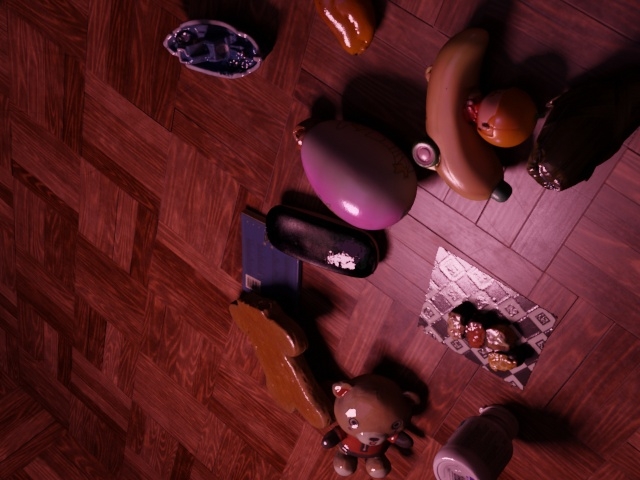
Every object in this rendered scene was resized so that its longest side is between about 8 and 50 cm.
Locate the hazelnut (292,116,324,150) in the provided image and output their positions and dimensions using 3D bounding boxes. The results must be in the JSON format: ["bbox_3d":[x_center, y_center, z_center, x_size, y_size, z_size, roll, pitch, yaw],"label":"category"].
[{"bbox_3d":[-0.022,-0.233,1.788,0.086,0.086,0.086,24,132,29],"label":"hazelnut"}]

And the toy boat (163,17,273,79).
[{"bbox_3d":[-0.236,-0.424,1.806,0.309,0.142,0.129,17,126,35],"label":"toy boat"}]

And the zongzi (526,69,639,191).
[{"bbox_3d":[0.457,-0.181,1.287,0.242,0.221,0.112,-17,120,46],"label":"zongzi"}]

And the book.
[{"bbox_3d":[-0.130,0.062,2.148,0.191,0.025,0.269,25,133,26],"label":"book"}]

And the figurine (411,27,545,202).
[{"bbox_3d":[0.288,-0.223,1.486,0.222,0.124,0.324,18,125,33],"label":"figurine"}]

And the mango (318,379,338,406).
[{"bbox_3d":[0.039,0.422,2.222,0.114,0.060,0.080,21,125,42],"label":"mango"}]

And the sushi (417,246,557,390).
[{"bbox_3d":[0.341,0.189,1.786,0.290,0.050,0.263,32,135,23],"label":"sushi"}]

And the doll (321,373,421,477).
[{"bbox_3d":[0.130,0.472,2.105,0.235,0.174,0.329,9,133,1],"label":"doll"}]

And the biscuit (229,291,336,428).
[{"bbox_3d":[-0.092,0.319,2.209,0.368,0.076,0.393,6,124,60],"label":"biscuit"}]

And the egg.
[{"bbox_3d":[0.078,-0.142,1.686,0.271,0.196,0.196,55,143,24],"label":"egg"}]

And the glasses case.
[{"bbox_3d":[0.000,0.000,1.937,0.315,0.075,0.122,18,120,29],"label":"glasses case"}]

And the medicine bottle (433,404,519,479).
[{"bbox_3d":[0.360,0.470,1.841,0.135,0.215,0.135,23,132,29],"label":"medicine bottle"}]

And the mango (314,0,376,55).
[{"bbox_3d":[0.055,-0.443,1.574,0.105,0.084,0.159,-16,128,31],"label":"mango"}]
